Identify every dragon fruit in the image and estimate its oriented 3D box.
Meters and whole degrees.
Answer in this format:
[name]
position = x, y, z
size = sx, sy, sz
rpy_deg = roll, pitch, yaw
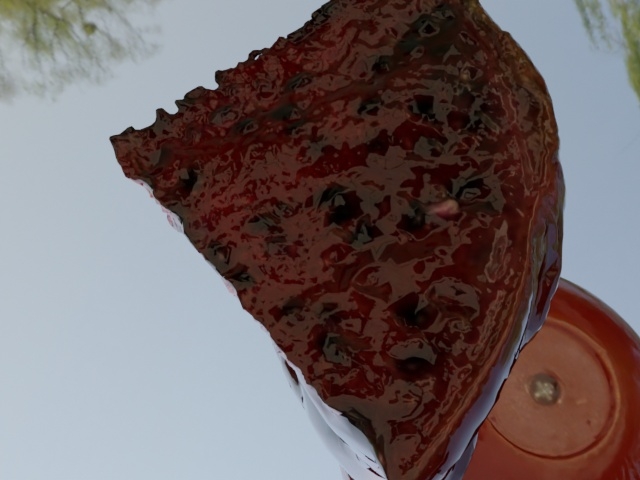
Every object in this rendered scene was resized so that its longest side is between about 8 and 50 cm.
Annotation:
[dragon fruit]
position = 0.000, 0.000, 0.503
size = 0.240, 0.330, 0.302
rpy_deg = 24, -113, 1

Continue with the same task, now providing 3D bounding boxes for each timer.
[timer]
position = 0.205, 0.209, 0.904
size = 0.377, 0.279, 0.378
rpy_deg = 4, -122, -6
